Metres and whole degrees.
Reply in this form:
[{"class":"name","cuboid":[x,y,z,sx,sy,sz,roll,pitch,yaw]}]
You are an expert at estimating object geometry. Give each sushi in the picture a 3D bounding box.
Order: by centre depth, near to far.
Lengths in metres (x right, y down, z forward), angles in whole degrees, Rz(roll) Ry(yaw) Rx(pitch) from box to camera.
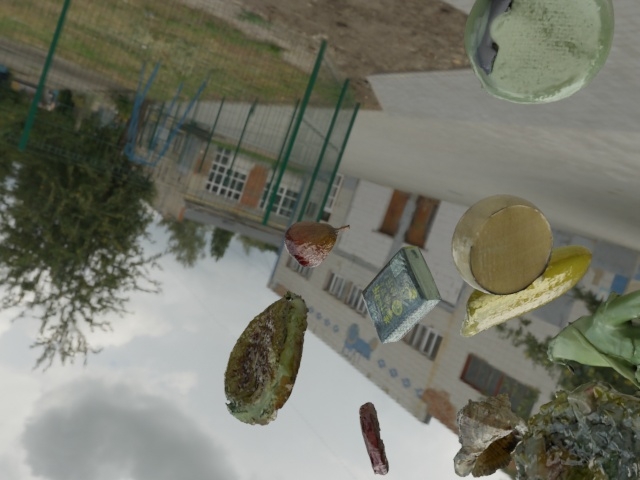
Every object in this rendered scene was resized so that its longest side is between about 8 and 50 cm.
[{"class":"sushi","cuboid":[0.553,0.460,1.224,0.240,0.352,0.396,22,159,-15]}]

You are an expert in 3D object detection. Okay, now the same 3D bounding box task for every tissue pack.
[{"class":"tissue pack","cuboid":[0.229,0.162,1.901,0.081,0.257,0.185,0,-125,-30]}]

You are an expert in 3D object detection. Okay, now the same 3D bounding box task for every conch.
[{"class":"conch","cuboid":[0.415,0.488,1.614,0.178,0.245,0.163,27,-174,4]}]

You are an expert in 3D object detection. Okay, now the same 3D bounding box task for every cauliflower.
[{"class":"cauliflower","cuboid":[0.523,0.135,0.953,0.281,0.260,0.327,34,151,52]}]

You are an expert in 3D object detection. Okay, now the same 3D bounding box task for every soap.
[{"class":"soap","cuboid":[0.594,0.137,1.899,0.306,0.427,0.115,78,169,-55]}]

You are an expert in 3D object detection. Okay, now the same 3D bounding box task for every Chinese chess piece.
[{"class":"Chinese chess piece","cuboid":[0.443,0.012,1.579,0.249,0.250,0.103,18,-168,-23]}]

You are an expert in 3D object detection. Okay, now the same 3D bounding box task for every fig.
[{"class":"fig","cuboid":[-0.007,0.011,1.553,0.152,0.119,0.119,7,179,16]}]

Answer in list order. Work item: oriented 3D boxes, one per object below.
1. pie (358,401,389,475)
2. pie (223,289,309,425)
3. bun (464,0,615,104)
[{"class":"pie","cuboid":[0.161,0.603,1.965,0.054,0.219,0.204,-14,175,4]},{"class":"pie","cuboid":[-0.130,0.284,1.596,0.102,0.288,0.355,28,-141,-22]},{"class":"bun","cuboid":[0.443,-0.432,1.328,0.293,0.293,0.187,19,-149,1]}]
